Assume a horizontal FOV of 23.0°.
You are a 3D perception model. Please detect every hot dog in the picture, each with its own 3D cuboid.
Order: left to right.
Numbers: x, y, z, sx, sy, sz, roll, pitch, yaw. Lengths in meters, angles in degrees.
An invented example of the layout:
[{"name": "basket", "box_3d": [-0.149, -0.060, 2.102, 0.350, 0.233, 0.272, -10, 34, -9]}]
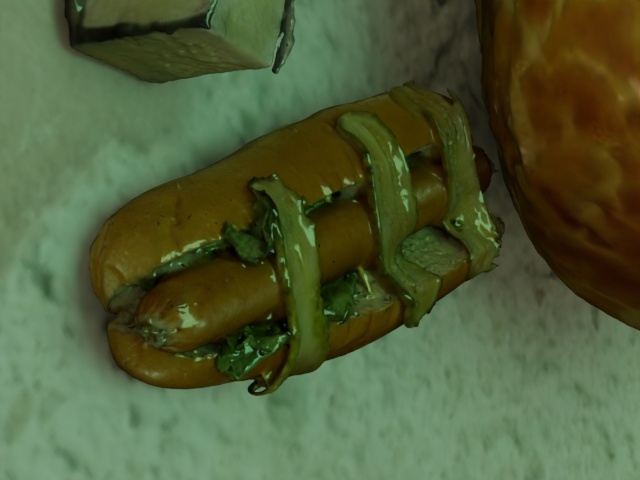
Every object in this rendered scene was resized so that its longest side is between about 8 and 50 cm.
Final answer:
[{"name": "hot dog", "box_3d": [0.000, 0.000, 0.705, 0.269, 0.072, 0.109, -26, 103, -48]}]

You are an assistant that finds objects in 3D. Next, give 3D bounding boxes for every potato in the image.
[{"name": "potato", "box_3d": [-0.050, -0.129, 0.656, 0.061, 0.086, 0.122, 40, 55, -55]}]

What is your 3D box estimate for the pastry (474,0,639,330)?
[{"name": "pastry", "box_3d": [0.250, -0.092, 0.786, 0.388, 0.389, 0.312, 40, 75, -39]}]
